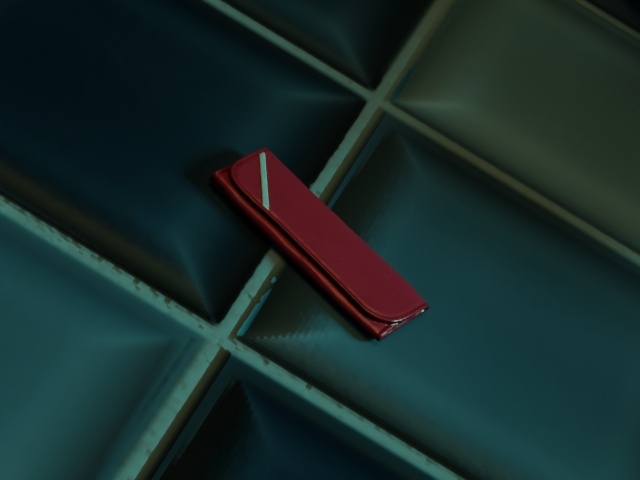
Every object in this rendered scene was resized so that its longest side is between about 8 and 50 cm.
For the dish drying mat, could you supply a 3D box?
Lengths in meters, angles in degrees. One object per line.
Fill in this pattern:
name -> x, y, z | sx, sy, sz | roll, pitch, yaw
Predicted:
dish drying mat -> 0.000, 0.000, 0.573 | 0.083, 0.008, 0.032 | 43, 39, 16
